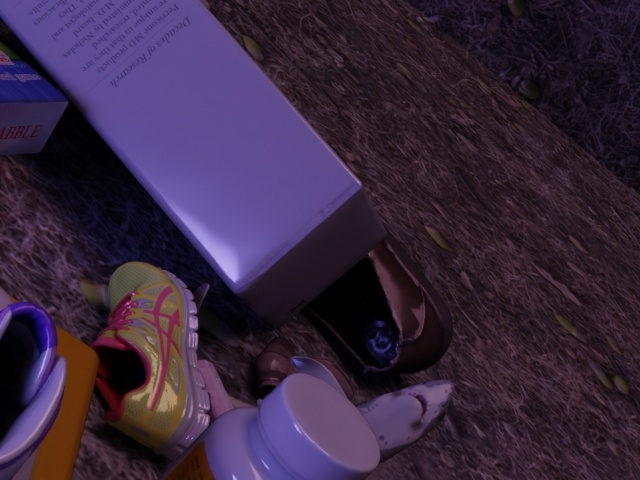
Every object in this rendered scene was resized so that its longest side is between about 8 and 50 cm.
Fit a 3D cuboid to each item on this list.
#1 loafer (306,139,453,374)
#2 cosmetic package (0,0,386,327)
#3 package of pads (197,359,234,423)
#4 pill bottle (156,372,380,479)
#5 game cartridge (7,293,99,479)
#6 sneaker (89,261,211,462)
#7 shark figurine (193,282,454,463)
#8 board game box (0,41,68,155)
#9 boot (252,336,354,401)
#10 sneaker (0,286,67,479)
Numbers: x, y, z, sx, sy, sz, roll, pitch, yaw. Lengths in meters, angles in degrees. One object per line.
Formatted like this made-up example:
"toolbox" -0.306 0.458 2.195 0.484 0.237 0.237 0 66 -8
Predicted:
"loafer" 0.000 0.000 1.581 0.366 0.134 0.130 45 21 6
"cosmetic package" -0.145 -0.142 1.459 0.453 0.161 0.230 49 -2 14
"package of pads" -0.100 0.149 1.246 0.032 0.050 0.083 19 32 -46
"pill bottle" -0.057 0.192 1.022 0.117 0.208 0.117 36 22 -17
"game cartridge" -0.292 0.108 0.988 0.285 0.052 0.323 35 22 -19
"sneaker" -0.156 0.087 1.224 0.094 0.081 0.208 24 29 -36
"shark figurine" -0.037 0.162 1.313 0.278 0.166 0.116 20 -15 10
"board game box" -0.422 -0.183 1.219 0.318 0.066 0.319 39 19 15
"boot" -0.018 0.147 1.417 0.118 0.042 0.087 35 29 -16
"sneaker" -0.206 0.080 0.919 0.102 0.161 0.282 32 24 -22
